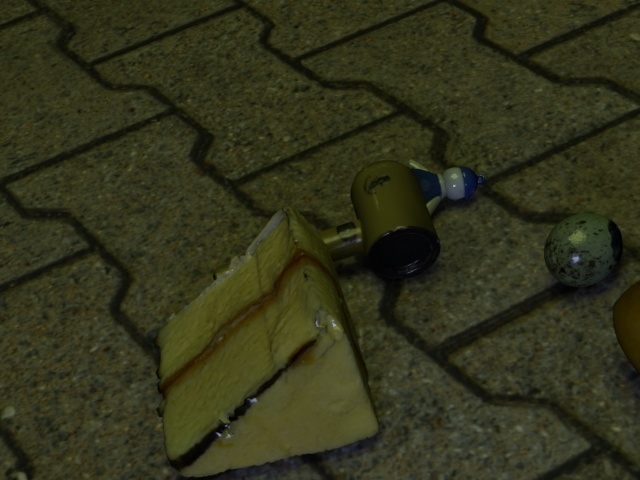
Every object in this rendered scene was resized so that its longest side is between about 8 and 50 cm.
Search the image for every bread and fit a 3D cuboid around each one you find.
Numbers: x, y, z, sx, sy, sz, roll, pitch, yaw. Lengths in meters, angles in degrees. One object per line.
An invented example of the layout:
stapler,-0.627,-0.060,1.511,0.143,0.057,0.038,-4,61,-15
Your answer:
bread,-0.084,0.112,1.770,0.236,0.198,0.263,-18,32,2

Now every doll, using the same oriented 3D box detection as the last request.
doll,0.144,-0.068,2.085,0.142,0.058,0.099,-11,55,-3

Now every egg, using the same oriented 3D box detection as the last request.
egg,0.313,0.010,1.897,0.110,0.085,0.085,-20,33,-35

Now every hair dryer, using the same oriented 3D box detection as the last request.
hair dryer,0.000,0.000,1.992,0.278,0.090,0.135,-18,47,3

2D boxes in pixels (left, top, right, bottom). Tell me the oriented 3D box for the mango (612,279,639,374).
mango,0.463,0.087,1.669,0.317,0.173,0.211,-8,35,18
